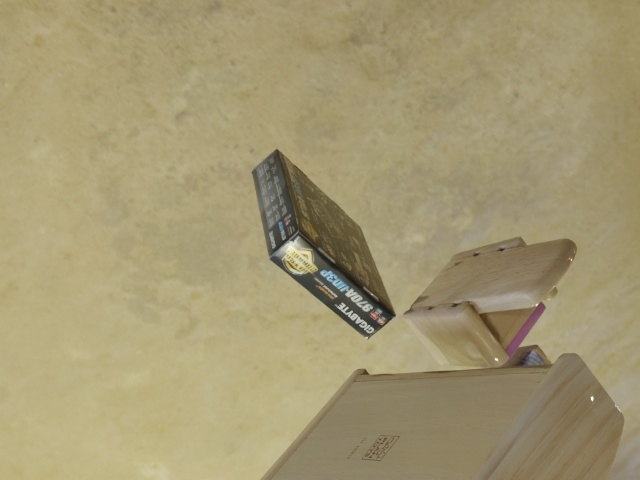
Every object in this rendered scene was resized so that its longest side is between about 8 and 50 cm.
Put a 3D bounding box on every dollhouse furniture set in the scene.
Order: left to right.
[{"bbox_3d":[0.150,0.195,0.516,0.286,0.198,0.303,-45,104,-28],"label":"dollhouse furniture set"}]

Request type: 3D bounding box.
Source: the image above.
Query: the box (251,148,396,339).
[{"bbox_3d":[0.000,0.000,1.092,0.051,0.220,0.175,-41,120,14],"label":"box"}]
